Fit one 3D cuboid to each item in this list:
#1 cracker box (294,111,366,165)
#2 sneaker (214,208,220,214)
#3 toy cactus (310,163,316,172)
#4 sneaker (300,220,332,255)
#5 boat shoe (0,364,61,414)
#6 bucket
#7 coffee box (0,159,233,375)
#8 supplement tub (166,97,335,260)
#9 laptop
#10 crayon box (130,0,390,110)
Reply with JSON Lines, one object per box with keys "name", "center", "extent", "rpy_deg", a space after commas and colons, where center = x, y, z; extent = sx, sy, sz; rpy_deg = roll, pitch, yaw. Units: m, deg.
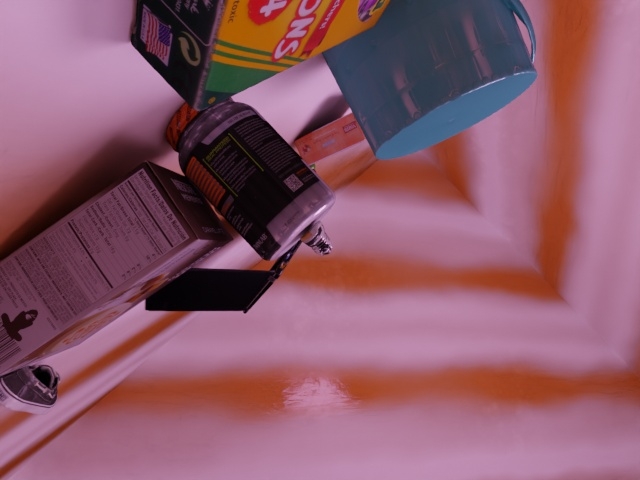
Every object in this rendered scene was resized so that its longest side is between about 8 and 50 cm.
{"name": "cracker box", "center": [0.063, -0.249, 1.008], "extent": [0.156, 0.067, 0.232], "rpy_deg": [-18, -167, 31]}
{"name": "sneaker", "center": [-0.132, -0.118, 0.856], "extent": [0.188, 0.066, 0.071], "rpy_deg": [-38, -166, -10]}
{"name": "toy cactus", "center": [-0.094, -0.120, 1.082], "extent": [0.219, 0.112, 0.180], "rpy_deg": [-35, 168, -1]}
{"name": "sneaker", "center": [0.000, 0.000, 0.517], "extent": [0.032, 0.037, 0.083], "rpy_deg": [-41, 177, 4]}
{"name": "boat shoe", "center": [-0.527, 0.275, 0.822], "extent": [0.070, 0.078, 0.219], "rpy_deg": [-41, 176, -24]}
{"name": "bucket", "center": [0.153, -0.251, 0.628], "extent": [0.281, 0.183, 0.281], "rpy_deg": [-23, 177, -1]}
{"name": "coffee box", "center": [-0.240, 0.028, 0.494], "extent": [0.247, 0.098, 0.141], "rpy_deg": [-34, 179, 1]}
{"name": "supplement tub", "center": [-0.083, -0.079, 0.519], "extent": [0.117, 0.190, 0.117], "rpy_deg": [-42, 179, -1]}
{"name": "laptop", "center": [-0.222, 0.041, 1.142], "extent": [0.408, 0.236, 0.382], "rpy_deg": [-58, -174, -30]}
{"name": "crayon box", "center": [0.012, -0.252, 0.354], "extent": [0.318, 0.081, 0.202], "rpy_deg": [-43, 178, -35]}
